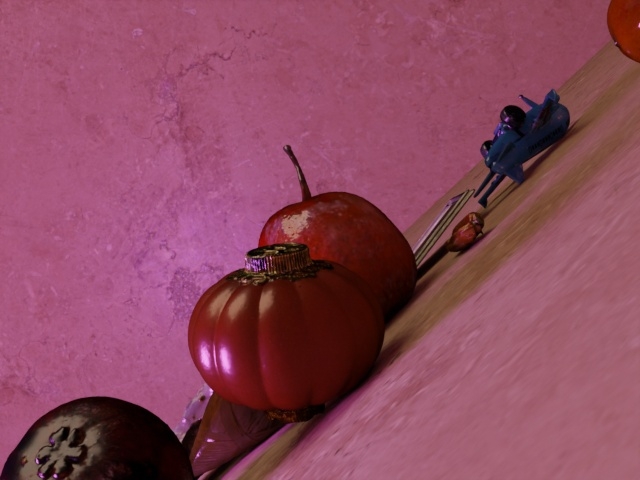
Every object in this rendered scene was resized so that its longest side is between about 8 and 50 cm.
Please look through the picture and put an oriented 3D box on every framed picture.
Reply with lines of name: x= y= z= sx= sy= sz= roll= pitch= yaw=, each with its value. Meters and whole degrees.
framed picture: x=0.164 y=0.019 z=1.630 sx=0.252 sy=0.014 sz=0.197 roll=-53 pitch=-1 yaw=-1

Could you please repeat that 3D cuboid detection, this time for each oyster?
oyster: x=-0.145 y=0.272 z=1.504 sx=0.396 sy=0.111 sz=0.204 roll=-48 pitch=4 yaw=-6

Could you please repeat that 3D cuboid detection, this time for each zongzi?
zongzi: x=-0.107 y=0.233 z=1.300 sx=0.256 sy=0.115 sz=0.228 roll=-50 pitch=2 yaw=-9

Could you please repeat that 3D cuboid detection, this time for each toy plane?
toy plane: x=0.338 y=-0.172 z=1.614 sx=0.271 sy=0.105 sz=0.254 roll=-48 pitch=-12 yaw=-44

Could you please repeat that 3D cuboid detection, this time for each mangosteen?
mangosteen: x=-0.255 y=0.317 z=1.154 sx=0.235 sy=0.236 sz=0.261 roll=-43 pitch=-40 yaw=-21

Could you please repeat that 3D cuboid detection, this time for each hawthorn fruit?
hawthorn fruit: x=0.009 y=0.039 z=1.410 sx=0.231 sy=0.263 sz=0.235 roll=-52 pitch=20 yaw=-2

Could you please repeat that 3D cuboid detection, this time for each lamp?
lamp: x=-0.038 y=0.104 z=1.099 sx=0.223 sy=0.196 sz=0.223 roll=-6 pitch=11 yaw=1

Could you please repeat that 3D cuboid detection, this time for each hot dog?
hot dog: x=0.204 y=-0.008 z=1.359 sx=0.049 sy=0.037 sz=0.122 roll=-55 pitch=-4 yaw=-11

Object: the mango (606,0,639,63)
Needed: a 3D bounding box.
mango: x=0.430 y=-0.285 z=1.119 sx=0.151 sy=0.120 sz=0.221 roll=-41 pitch=6 yaw=-37
